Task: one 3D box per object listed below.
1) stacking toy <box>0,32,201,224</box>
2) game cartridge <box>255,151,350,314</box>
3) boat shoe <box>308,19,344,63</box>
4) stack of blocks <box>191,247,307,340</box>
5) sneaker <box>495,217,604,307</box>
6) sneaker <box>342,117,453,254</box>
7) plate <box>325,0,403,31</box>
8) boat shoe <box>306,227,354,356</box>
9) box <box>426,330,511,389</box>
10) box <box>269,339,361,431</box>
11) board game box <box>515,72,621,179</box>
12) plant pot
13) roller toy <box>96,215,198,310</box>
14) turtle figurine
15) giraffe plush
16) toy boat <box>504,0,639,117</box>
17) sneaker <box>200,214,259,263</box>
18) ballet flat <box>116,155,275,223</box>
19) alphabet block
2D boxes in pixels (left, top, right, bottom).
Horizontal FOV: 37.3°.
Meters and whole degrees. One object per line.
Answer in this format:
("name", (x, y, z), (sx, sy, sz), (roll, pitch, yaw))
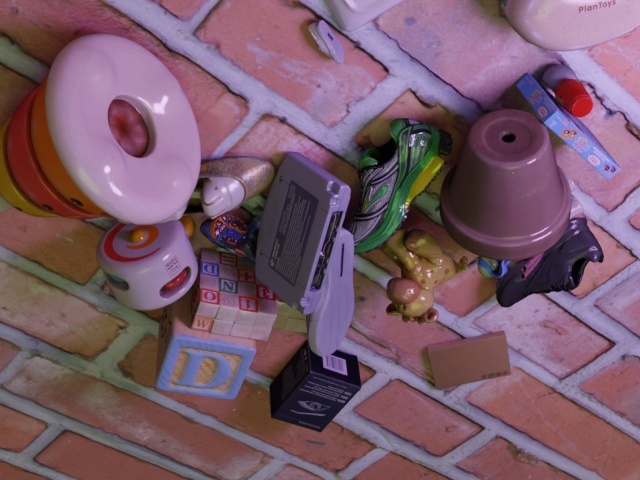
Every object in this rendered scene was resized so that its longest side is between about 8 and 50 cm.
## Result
("stacking toy", (-0.495, -0.150, 1.781), (0.480, 0.351, 0.350), (-17, 134, 34))
("game cartridge", (-0.046, -0.021, 1.947), (0.060, 0.196, 0.294), (-8, 123, -44))
("boat shoe", (0.010, -0.368, 1.767), (0.035, 0.035, 0.100), (-4, 144, 36))
("stack of blocks", (-0.133, 0.130, 2.108), (0.297, 0.171, 0.087), (11, 130, -16))
("sneaker", (0.513, 0.075, 2.140), (0.109, 0.130, 0.286), (-3, 144, -48))
("sneaker", (0.123, -0.116, 1.959), (0.146, 0.134, 0.343), (26, 119, -14))
("plate", (0.099, -0.515, 1.630), (0.277, 0.045, 0.278), (-25, 129, 17))
("boat shoe", (0.010, 0.100, 2.021), (0.109, 0.094, 0.302), (-13, 119, -40))
("box", (0.382, 0.307, 2.425), (0.201, 0.021, 0.164), (-12, 132, 5))
("box", (-0.016, 0.368, 2.379), (0.153, 0.108, 0.207), (22, 127, -24))
("board game box", (0.485, -0.224, 1.857), (0.211, 0.160, 0.039), (32, 113, -30))
("plant pot", (0.360, -0.129, 1.842), (0.263, 0.263, 0.229), (-9, 142, 3))
("roller toy", (-0.361, 0.036, 1.983), (0.209, 0.191, 0.146), (-11, 132, 4))
("turtle figurine", (0.412, -0.053, 2.049), (0.266, 0.275, 0.198), (-36, 105, 0))
("giraffe plush", (0.204, 0.088, 2.060), (0.210, 0.170, 0.181), (29, 165, -12))
("toy boat", (0.460, -0.388, 1.736), (0.267, 0.148, 0.318), (-8, 125, -5))
("sneaker", (-0.170, -0.003, 2.054), (0.087, 0.083, 0.221), (10, 163, 44))
("ballet flat", (-0.263, -0.091, 1.931), (0.348, 0.123, 0.123), (-6, 133, -1))
("alphabet block", (-0.262, 0.221, 2.160), (0.193, 0.197, 0.192), (13, 130, -17))
